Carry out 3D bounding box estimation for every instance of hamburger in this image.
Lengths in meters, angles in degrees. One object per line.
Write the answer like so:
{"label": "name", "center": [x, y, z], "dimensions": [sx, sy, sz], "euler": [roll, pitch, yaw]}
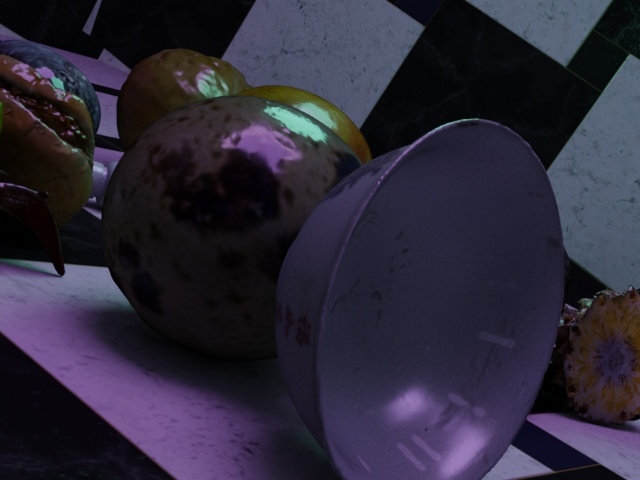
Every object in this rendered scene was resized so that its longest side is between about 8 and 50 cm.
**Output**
{"label": "hamburger", "center": [-0.458, -0.138, 1.638], "dimensions": [0.259, 0.144, 0.283], "euler": [23, -27, 9]}

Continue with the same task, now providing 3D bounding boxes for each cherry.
{"label": "cherry", "center": [-0.582, -0.283, 2.207], "dimensions": [0.255, 0.218, 0.296], "euler": [30, 2, 36]}

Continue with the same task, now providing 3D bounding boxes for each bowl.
{"label": "bowl", "center": [0.078, 0.072, 1.231], "dimensions": [0.196, 0.435, 0.435], "euler": [12, 2, 42]}

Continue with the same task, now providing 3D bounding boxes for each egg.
{"label": "egg", "center": [-0.089, -0.013, 1.440], "dimensions": [0.345, 0.345, 0.428], "euler": [27, 11, 31]}

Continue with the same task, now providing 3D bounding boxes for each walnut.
{"label": "walnut", "center": [-0.270, -0.241, 2.342], "dimensions": [0.354, 0.308, 0.398], "euler": [43, 9, -21]}

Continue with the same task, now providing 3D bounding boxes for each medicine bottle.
{"label": "medicine bottle", "center": [-0.329, -0.085, 2.023], "dimensions": [0.260, 0.095, 0.095], "euler": [16, 12, -27]}

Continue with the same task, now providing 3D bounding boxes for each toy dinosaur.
{"label": "toy dinosaur", "center": [-0.474, -0.024, 1.408], "dimensions": [0.206, 0.113, 0.327], "euler": [-13, -21, 14]}

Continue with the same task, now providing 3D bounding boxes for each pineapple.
{"label": "pineapple", "center": [0.446, 0.181, 1.946], "dimensions": [0.262, 0.262, 0.271], "euler": [15, -1, -29]}

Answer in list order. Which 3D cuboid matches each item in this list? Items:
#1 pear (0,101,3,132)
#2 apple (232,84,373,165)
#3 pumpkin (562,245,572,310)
{"label": "pear", "center": [-0.592, -0.106, 1.446], "dimensions": [0.288, 0.139, 0.239], "euler": [-1, 7, 24]}
{"label": "apple", "center": [-0.078, -0.104, 1.938], "dimensions": [0.339, 0.339, 0.339], "euler": [20, 10, -4]}
{"label": "pumpkin", "center": [0.263, 0.079, 1.827], "dimensions": [0.320, 0.192, 0.320], "euler": [-22, 17, 7]}
